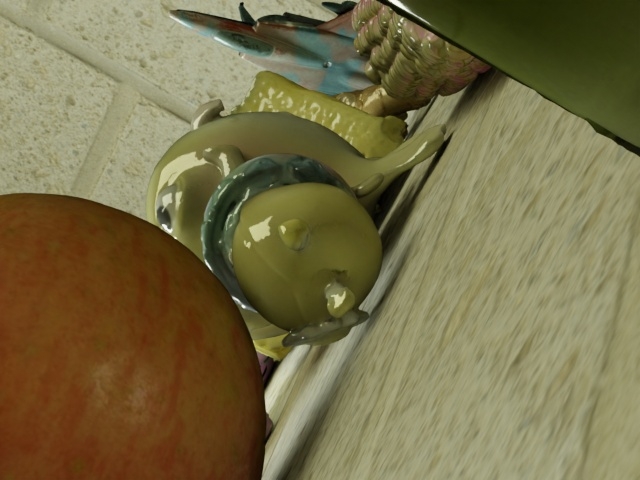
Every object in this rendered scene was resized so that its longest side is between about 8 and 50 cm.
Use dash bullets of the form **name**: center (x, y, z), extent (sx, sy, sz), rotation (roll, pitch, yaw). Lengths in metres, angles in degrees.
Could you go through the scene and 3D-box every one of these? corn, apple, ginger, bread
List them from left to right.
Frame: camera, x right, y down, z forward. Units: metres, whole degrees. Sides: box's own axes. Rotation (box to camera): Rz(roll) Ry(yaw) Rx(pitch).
- **apple**: center (-0.212, 0.136, 1.364), extent (0.364, 0.364, 0.364), rotation (-60, 3, 6)
- **bread**: center (0.000, 0.000, 1.843), extent (0.263, 0.198, 0.236), rotation (-59, -30, -4)
- **ginger**: center (0.067, -0.131, 1.972), extent (0.165, 0.096, 0.067), rotation (-16, 45, 40)
- **corn**: center (0.100, -0.177, 1.511), extent (0.126, 0.127, 0.335), rotation (-60, 7, 0)

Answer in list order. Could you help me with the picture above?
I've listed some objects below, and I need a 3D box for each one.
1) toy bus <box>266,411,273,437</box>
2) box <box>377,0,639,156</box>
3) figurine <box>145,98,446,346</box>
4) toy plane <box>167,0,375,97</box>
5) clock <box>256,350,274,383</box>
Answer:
- **toy bus**: center (-0.116, 0.193, 1.711), extent (0.108, 0.096, 0.199), rotation (-57, 4, -19)
- **box**: center (0.062, -0.288, 0.720), extent (0.420, 0.373, 0.138), rotation (-62, 5, -35)
- **figurine**: center (-0.009, -0.019, 1.513), extent (0.274, 0.226, 0.394), rotation (-32, 10, -1)
- **toy plane**: center (-0.020, -0.212, 2.033), extent (0.223, 0.326, 0.104), rotation (-59, 26, 30)
- **clock**: center (-0.126, 0.183, 2.049), extent (0.248, 0.090, 0.227), rotation (-59, 3, -7)
